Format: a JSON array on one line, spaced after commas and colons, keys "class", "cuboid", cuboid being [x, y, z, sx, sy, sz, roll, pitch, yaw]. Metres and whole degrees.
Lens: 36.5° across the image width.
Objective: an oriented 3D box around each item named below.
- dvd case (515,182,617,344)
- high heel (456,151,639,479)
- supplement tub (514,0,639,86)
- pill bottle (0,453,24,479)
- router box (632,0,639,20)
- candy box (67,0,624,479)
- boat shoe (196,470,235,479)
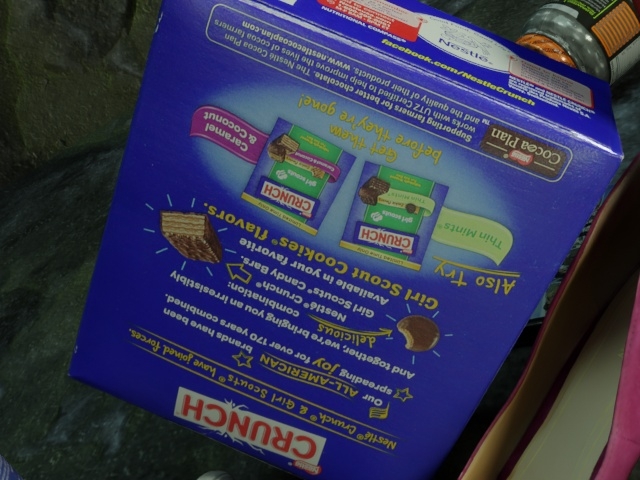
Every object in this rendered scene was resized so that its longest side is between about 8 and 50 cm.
[{"class": "dvd case", "cuboid": [0.181, 0.025, 0.837, 0.253, 0.022, 0.180, -15, 30, 33]}, {"class": "high heel", "cuboid": [0.108, 0.115, 0.555, 0.377, 0.181, 0.127, -42, 26, -21]}, {"class": "supplement tub", "cuboid": [0.300, -0.229, 1.060, 0.190, 0.117, 0.117, -39, 25, -16]}, {"class": "pill bottle", "cuboid": [-0.222, 0.240, 0.666, 0.122, 0.219, 0.123, -26, 24, 13]}, {"class": "router box", "cuboid": [0.374, -0.124, 0.546, 0.335, 0.301, 0.082, -31, 24, 3]}, {"class": "candy box", "cuboid": [0.000, 0.000, 0.640, 0.122, 0.268, 0.317, -67, 1, -58]}, {"class": "boat shoe", "cuboid": [-0.081, 0.242, 0.692, 0.063, 0.066, 0.184, -5, 31, 21]}]
